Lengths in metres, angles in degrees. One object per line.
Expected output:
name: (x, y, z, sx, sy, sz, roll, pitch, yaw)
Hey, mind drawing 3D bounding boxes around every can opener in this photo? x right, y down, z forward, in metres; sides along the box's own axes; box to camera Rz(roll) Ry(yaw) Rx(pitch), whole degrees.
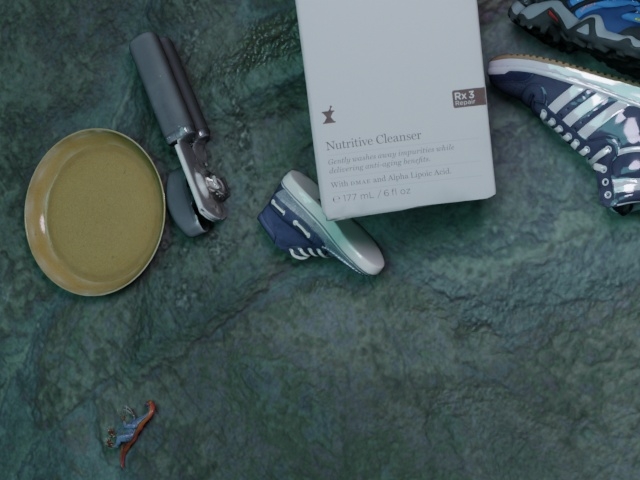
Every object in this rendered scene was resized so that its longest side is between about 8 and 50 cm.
can opener: (-0.205, -0.142, 2.040, 0.095, 0.076, 0.283, -29, 75, 21)

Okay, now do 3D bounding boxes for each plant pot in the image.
plant pot: (-0.313, -0.039, 2.110, 0.236, 0.032, 0.236, -1, 87, 26)

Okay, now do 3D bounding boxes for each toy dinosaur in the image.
toy dinosaur: (-0.258, 0.259, 2.077, 0.082, 0.047, 0.090, -21, 112, 14)

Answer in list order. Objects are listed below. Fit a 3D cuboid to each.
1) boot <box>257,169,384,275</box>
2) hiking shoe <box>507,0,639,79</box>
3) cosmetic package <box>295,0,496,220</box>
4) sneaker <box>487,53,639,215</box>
boot: (0.000, 0.000, 1.946, 0.190, 0.069, 0.086, 48, 114, 28)
hiking shoe: (0.336, -0.271, 1.715, 0.304, 0.113, 0.132, 34, 98, 51)
cosmetic package: (0.082, -0.238, 1.771, 0.217, 0.156, 0.385, -8, 106, 3)
sneaker: (0.314, -0.123, 1.778, 0.282, 0.099, 0.153, 18, 93, 22)
